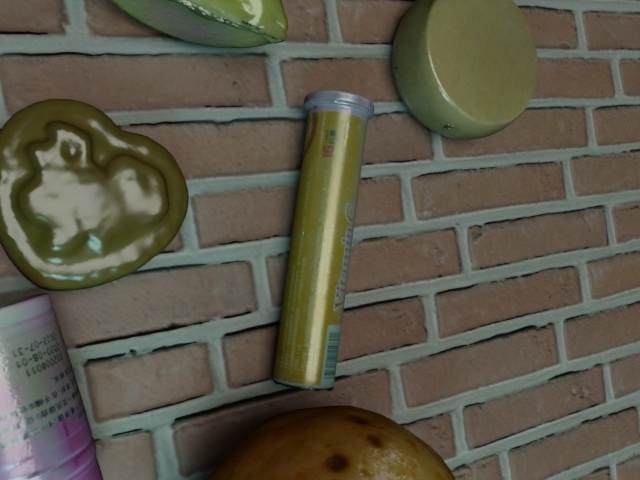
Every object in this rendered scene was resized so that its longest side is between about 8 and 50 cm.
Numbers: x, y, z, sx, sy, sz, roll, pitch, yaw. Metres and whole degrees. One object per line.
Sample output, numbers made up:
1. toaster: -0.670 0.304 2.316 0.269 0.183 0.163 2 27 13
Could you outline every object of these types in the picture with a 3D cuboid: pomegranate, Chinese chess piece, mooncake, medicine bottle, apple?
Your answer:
1. pomegranate: 0.031 0.407 0.717 0.410 0.410 0.409 2 86 -26
2. Chinese chess piece: 0.248 -0.307 1.026 0.273 0.102 0.273 2 85 -28
3. mooncake: -0.294 -0.046 0.739 0.235 0.117 0.234 2 85 -29
4. medicine bottle: 0.000 0.000 0.885 0.108 0.108 0.425 11 83 -25
5. medicine bottle: -0.349 0.200 0.675 0.152 0.152 0.253 -16 94 -26
6. apple: -0.177 -0.369 0.815 0.265 0.120 0.193 13 69 -28
